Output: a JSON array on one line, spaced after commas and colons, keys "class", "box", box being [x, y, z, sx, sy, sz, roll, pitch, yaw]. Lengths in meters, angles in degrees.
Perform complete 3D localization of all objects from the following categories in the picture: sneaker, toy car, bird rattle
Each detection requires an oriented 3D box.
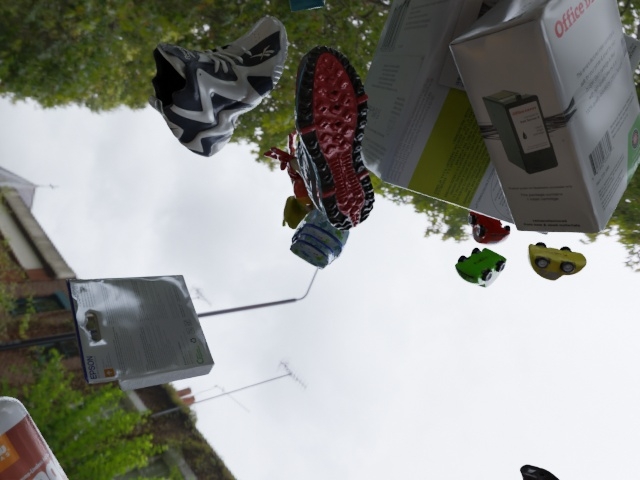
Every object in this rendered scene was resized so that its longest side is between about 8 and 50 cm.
[{"class": "sneaker", "box": [-0.003, -0.141, 0.710, 0.125, 0.104, 0.262, 40, -34, 48]}, {"class": "sneaker", "box": [-0.150, -0.248, 0.701, 0.094, 0.153, 0.235, 41, -89, 32]}, {"class": "toy car", "box": [0.320, 0.033, 0.904, 0.239, 0.224, 0.053, 34, -47, 40]}, {"class": "bird rattle", "box": [-0.038, -0.151, 1.294, 0.207, 0.143, 0.254, 36, -41, 56]}]

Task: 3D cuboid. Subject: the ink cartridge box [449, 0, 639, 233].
[{"class": "ink cartridge box", "box": [0.315, -0.186, 0.664, 0.121, 0.211, 0.289, 3, -50, 50]}]

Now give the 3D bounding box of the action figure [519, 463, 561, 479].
[{"class": "action figure", "box": [0.409, 0.577, 0.946, 0.099, 0.185, 0.285, 13, -59, 43]}]

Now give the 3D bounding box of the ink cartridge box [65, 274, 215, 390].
[{"class": "ink cartridge box", "box": [-0.331, 0.160, 0.912, 0.045, 0.223, 0.223, -57, -133, 34]}]

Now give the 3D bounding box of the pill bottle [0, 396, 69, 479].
[{"class": "pill bottle", "box": [-0.320, 0.231, 0.474, 0.121, 0.121, 0.216, -22, -82, 40]}]

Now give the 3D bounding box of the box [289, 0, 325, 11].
[{"class": "box", "box": [-0.022, -0.506, 0.915, 0.060, 0.244, 0.101, -6, -52, 8]}]

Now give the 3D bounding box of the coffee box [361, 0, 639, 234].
[{"class": "coffee box", "box": [0.277, -0.253, 0.927, 0.338, 0.334, 0.339, -115, -137, -67]}]

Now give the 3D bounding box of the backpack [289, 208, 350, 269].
[{"class": "backpack", "box": [0.000, 0.000, 0.987, 0.105, 0.084, 0.114, 33, -31, -4]}]
